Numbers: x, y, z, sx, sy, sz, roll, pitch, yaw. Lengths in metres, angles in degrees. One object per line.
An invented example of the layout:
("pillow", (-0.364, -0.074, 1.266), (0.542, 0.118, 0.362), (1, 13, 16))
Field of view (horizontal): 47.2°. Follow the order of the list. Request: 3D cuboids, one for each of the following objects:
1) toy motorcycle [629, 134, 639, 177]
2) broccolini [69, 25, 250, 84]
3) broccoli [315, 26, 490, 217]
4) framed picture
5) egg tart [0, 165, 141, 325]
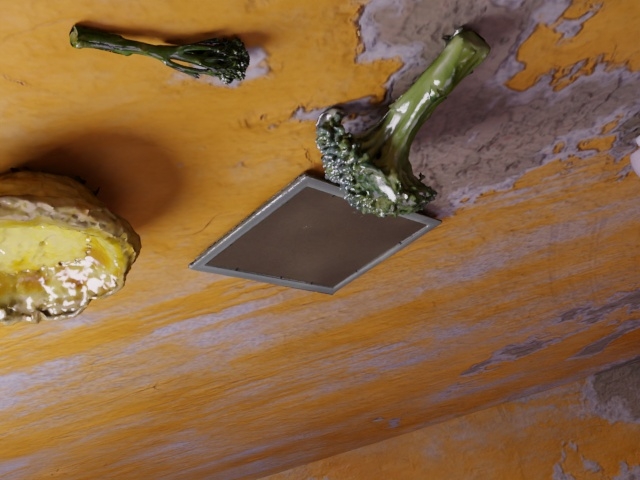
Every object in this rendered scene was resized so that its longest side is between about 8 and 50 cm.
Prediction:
("toy motorcycle", (0.481, -0.154, 0.850), (0.112, 0.112, 0.254), (11, 141, -43))
("broccolini", (-0.119, -0.149, 0.566), (0.140, 0.030, 0.035), (5, 138, -30))
("broccoli", (0.084, -0.111, 0.700), (0.118, 0.122, 0.204), (-9, 142, -49))
("framed picture", (0.000, 0.000, 0.928), (0.217, 0.017, 0.274), (-34, 149, 30))
("egg tart", (-0.275, 0.002, 0.688), (0.213, 0.090, 0.212), (-16, 152, -8))
